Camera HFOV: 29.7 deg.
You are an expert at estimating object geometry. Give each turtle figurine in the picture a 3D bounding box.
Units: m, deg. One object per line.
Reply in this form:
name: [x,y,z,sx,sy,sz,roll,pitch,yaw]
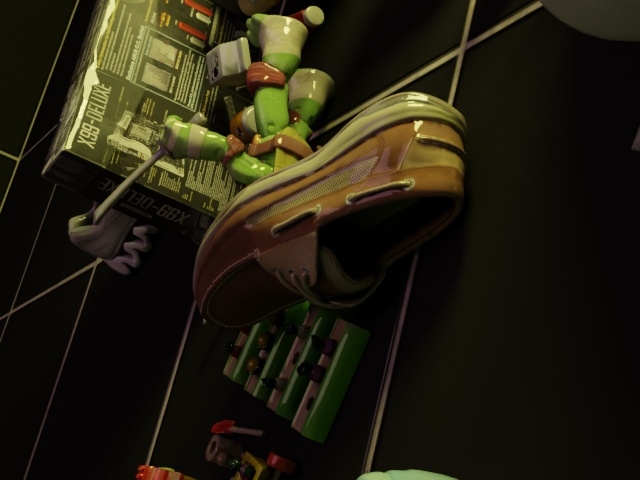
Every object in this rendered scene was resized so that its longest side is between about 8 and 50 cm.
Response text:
turtle figurine: [-0.095,-0.091,1.281,0.275,0.198,0.266,-27,40,50]

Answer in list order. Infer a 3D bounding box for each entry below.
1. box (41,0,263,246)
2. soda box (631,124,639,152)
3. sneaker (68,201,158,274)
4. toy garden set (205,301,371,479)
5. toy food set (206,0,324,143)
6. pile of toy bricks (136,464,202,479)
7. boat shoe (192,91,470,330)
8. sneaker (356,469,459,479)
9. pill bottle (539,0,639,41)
box: [-0.182,-0.166,1.477,0.076,0.243,0.307,-35,38,49]
soda box: [0.232,-0.105,0.580,0.286,0.091,0.098,75,-144,-79]
sneaker: [-0.255,-0.090,1.718,0.292,0.118,0.110,-58,23,14]
toy garden set: [-0.060,0.148,1.161,0.203,0.049,0.244,-66,23,-2]
toy food set: [-0.063,-0.237,1.414,0.104,0.111,0.232,-21,75,57]
pile of toy bricks: [-0.200,0.286,1.253,0.212,0.105,0.118,-21,49,58]
boat shoe: [0.000,0.000,1.068,0.324,0.123,0.116,-39,43,34]
sneaker: [-0.011,0.296,0.792,0.365,0.150,0.135,-62,23,9]
pill bottle: [0.210,-0.303,0.864,0.176,0.176,0.318,-47,30,37]
